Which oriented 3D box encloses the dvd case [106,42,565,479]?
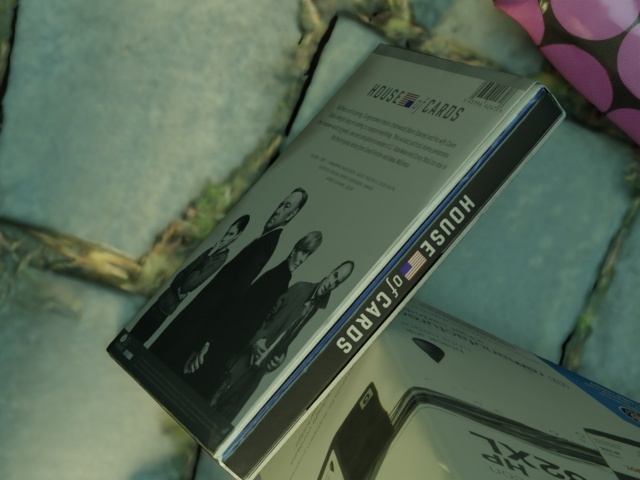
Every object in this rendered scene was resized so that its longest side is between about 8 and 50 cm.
[{"bbox_3d":[0.000,0.000,0.833,0.239,0.179,0.029,-48,117,-7],"label":"dvd case"}]

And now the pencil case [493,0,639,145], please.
[{"bbox_3d":[0.198,-0.099,0.909,0.209,0.095,0.098,45,53,-5],"label":"pencil case"}]

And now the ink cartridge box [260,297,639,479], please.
[{"bbox_3d":[0.106,0.155,0.741,0.223,0.307,0.129,26,101,-13],"label":"ink cartridge box"}]
